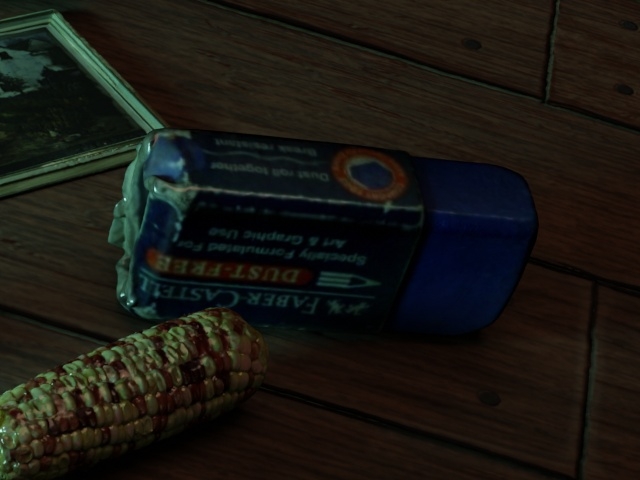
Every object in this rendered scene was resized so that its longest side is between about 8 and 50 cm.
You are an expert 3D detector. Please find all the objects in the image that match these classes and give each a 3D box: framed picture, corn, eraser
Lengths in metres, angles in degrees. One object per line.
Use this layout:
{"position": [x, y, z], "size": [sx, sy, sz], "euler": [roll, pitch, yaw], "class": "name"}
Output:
{"position": [-0.299, -0.123, 1.715], "size": [0.296, 0.019, 0.232], "euler": [-18, 50, -37], "class": "framed picture"}
{"position": [-0.150, 0.118, 1.423], "size": [0.253, 0.086, 0.086], "euler": [-19, 51, -37], "class": "corn"}
{"position": [0.000, 0.000, 1.573], "size": [0.332, 0.155, 0.101], "euler": [6, 42, -16], "class": "eraser"}
